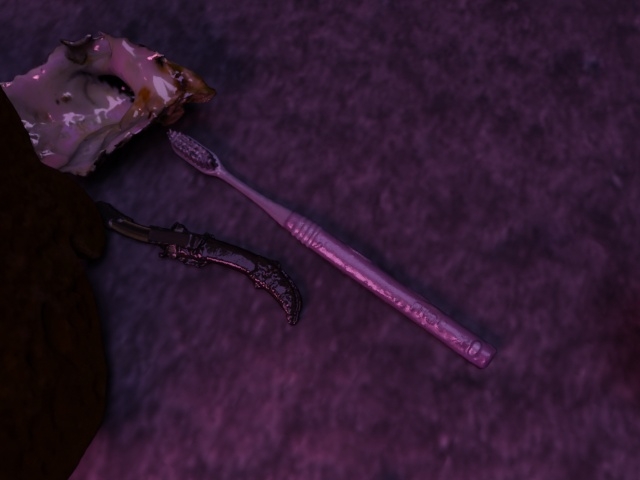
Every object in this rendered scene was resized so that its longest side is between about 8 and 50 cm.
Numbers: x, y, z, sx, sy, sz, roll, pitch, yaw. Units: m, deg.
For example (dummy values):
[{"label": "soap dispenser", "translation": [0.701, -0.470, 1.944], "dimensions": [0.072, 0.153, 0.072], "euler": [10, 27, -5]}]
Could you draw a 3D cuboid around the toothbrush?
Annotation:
[{"label": "toothbrush", "translation": [0.000, 0.000, 0.471], "dimensions": [0.354, 0.029, 0.024], "euler": [35, 87, 10]}]

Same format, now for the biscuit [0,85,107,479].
[{"label": "biscuit", "translation": [-0.257, 0.008, 0.330], "dimensions": [0.063, 0.314, 0.367], "euler": [-16, 100, 15]}]

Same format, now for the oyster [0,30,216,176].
[{"label": "oyster", "translation": [-0.214, -0.126, 0.498], "dimensions": [0.209, 0.072, 0.132], "euler": [-35, 80, 8]}]

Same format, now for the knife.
[{"label": "knife", "translation": [-0.110, 0.006, 0.471], "dimensions": [0.222, 0.021, 0.045], "euler": [26, 75, 7]}]
